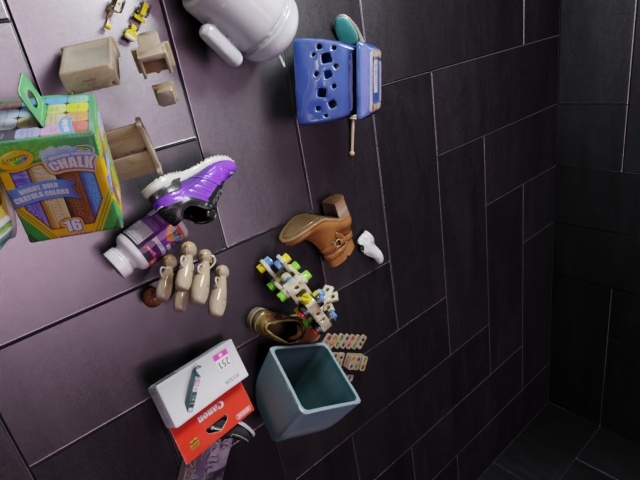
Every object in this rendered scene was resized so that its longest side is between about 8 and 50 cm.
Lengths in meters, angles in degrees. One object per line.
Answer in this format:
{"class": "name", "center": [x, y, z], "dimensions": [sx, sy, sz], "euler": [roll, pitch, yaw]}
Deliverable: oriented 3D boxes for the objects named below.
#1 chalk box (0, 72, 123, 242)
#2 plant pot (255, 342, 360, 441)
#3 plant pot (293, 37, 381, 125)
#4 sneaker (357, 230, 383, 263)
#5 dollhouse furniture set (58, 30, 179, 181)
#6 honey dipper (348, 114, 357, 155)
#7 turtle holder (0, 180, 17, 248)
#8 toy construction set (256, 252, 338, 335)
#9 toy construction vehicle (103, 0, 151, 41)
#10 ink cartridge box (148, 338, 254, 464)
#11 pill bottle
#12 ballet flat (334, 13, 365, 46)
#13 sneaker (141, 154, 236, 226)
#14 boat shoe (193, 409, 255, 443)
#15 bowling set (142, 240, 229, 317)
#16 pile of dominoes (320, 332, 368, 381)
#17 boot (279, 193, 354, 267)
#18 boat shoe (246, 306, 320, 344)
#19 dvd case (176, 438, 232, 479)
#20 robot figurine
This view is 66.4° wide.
{"class": "chalk box", "center": [-0.507, -0.170, 0.946], "dimensions": [0.179, 0.180, 0.288], "euler": [-10, 133, -16]}
{"class": "plant pot", "center": [-0.076, 0.516, 1.606], "dimensions": [0.248, 0.247, 0.252], "euler": [6, 127, -42]}
{"class": "plant pot", "center": [0.060, -0.458, 1.407], "dimensions": [0.236, 0.212, 0.235], "euler": [-47, 138, -65]}
{"class": "sneaker", "center": [0.183, 0.035, 1.825], "dimensions": [0.061, 0.054, 0.152], "euler": [-41, 120, -13]}
{"class": "dollhouse furniture set", "center": [-0.450, -0.264, 1.137], "dimensions": [0.304, 0.173, 0.355], "euler": [-18, 134, -9]}
{"class": "honey dipper", "center": [0.109, -0.367, 1.658], "dimensions": [0.031, 0.030, 0.160], "euler": [-13, 112, -38]}
{"class": "turtle holder", "center": [-0.689, -0.065, 0.877], "dimensions": [0.228, 0.243, 0.320], "euler": [-12, 147, -37]}
{"class": "toy construction set", "center": [-0.051, 0.179, 1.569], "dimensions": [0.151, 0.215, 0.328], "euler": [-52, 135, -1]}
{"class": "toy construction vehicle", "center": [-0.451, -0.521, 1.135], "dimensions": [0.086, 0.035, 0.098], "euler": [16, 94, -53]}
{"class": "ink cartridge box", "center": [-0.318, 0.454, 1.402], "dimensions": [0.275, 0.060, 0.238], "euler": [-28, 93, -48]}
{"class": "pill bottle", "center": [-0.442, 0.005, 1.236], "dimensions": [0.193, 0.108, 0.108], "euler": [-43, 126, -23]}
{"class": "ballet flat", "center": [0.109, -0.634, 1.568], "dimensions": [0.213, 0.072, 0.068], "euler": [53, 40, -37]}
{"class": "sneaker", "center": [-0.305, -0.115, 1.257], "dimensions": [0.146, 0.102, 0.293], "euler": [55, 41, -1]}
{"class": "boat shoe", "center": [-0.326, 0.560, 1.484], "dimensions": [0.302, 0.114, 0.091], "euler": [42, 53, -28]}
{"class": "bowling set", "center": [-0.376, 0.097, 1.298], "dimensions": [0.287, 0.200, 0.154], "euler": [73, 18, -63]}
{"class": "pile of dominoes", "center": [0.082, 0.451, 1.858], "dimensions": [0.251, 0.040, 0.195], "euler": [13, 93, -42]}
{"class": "boot", "center": [0.000, 0.000, 1.633], "dimensions": [0.283, 0.109, 0.220], "euler": [-40, 129, -34]}
{"class": "boat shoe", "center": [-0.098, 0.301, 1.617], "dimensions": [0.307, 0.104, 0.110], "euler": [17, 90, -42]}
{"class": "dvd case", "center": [-0.365, 0.694, 1.557], "dimensions": [0.165, 0.018, 0.221], "euler": [11, 95, -42]}
{"class": "robot figurine", "center": [-0.196, -0.588, 1.217], "dimensions": [0.354, 0.200, 0.299], "euler": [29, 81, -42]}
